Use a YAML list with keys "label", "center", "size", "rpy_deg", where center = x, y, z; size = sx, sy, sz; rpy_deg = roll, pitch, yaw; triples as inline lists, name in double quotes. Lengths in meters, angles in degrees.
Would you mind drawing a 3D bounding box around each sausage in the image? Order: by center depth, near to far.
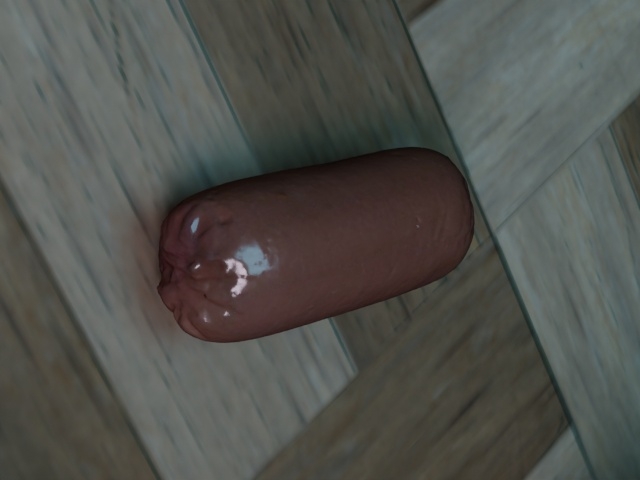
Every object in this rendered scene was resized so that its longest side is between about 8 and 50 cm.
- label: "sausage"
  center: [0.000, 0.000, 0.656]
  size: [0.154, 0.062, 0.062]
  rpy_deg: [-14, 99, -44]
